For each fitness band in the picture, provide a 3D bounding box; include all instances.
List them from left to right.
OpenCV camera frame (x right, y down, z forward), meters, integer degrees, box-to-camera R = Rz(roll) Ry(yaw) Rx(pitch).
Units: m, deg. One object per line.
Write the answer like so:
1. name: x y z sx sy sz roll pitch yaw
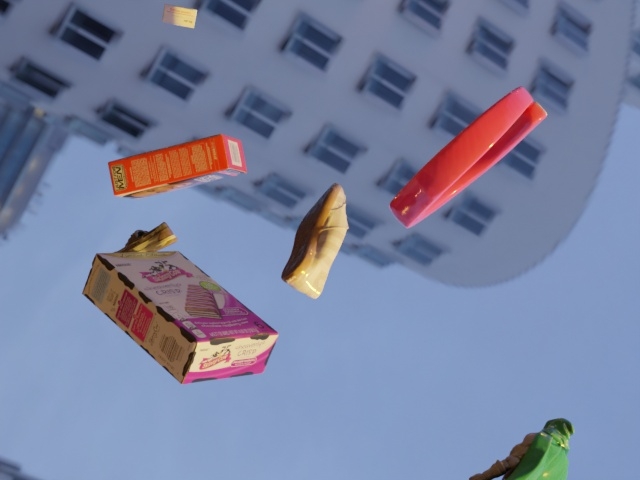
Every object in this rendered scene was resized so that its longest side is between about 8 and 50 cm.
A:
1. fitness band: 0.195 -0.111 1.752 0.209 0.054 0.291 -36 173 -22

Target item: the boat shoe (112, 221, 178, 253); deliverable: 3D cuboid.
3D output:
1. boat shoe: -0.327 0.003 2.376 0.152 0.056 0.049 -19 -88 32

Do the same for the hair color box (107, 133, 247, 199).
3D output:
1. hair color box: -0.164 -0.084 1.482 0.141 0.072 0.043 -12 -95 14

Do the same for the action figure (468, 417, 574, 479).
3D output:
1. action figure: 0.185 0.266 1.289 0.063 0.137 0.232 18 -124 46

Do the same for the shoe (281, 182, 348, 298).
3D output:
1. shoe: 0.000 0.000 1.918 0.076 0.058 0.219 -40 -160 43

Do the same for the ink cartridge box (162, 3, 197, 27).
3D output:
1. ink cartridge box: -0.207 -0.330 1.891 0.083 0.048 0.028 -124 -137 -79

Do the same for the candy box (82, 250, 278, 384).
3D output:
1. candy box: -0.194 0.100 1.773 0.233 0.159 0.071 35 -67 34
